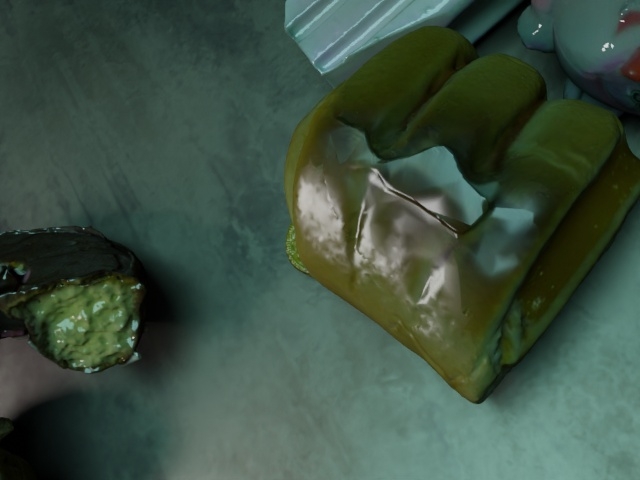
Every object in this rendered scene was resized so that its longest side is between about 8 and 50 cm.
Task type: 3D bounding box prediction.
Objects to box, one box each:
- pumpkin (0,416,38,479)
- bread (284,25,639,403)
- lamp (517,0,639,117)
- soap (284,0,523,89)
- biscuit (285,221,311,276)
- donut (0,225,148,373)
[{"bbox_3d":[-0.406,0.262,1.035,0.219,0.219,0.162,24,65,26],"label":"pumpkin"},{"bbox_3d":[0.114,-0.056,0.899,0.341,0.210,0.300,41,90,23],"label":"bread"},{"bbox_3d":[0.290,-0.266,0.862,0.247,0.301,0.247,-24,27,33],"label":"lamp"},{"bbox_3d":[0.118,-0.315,1.021,0.347,0.115,0.208,-41,64,8],"label":"soap"},{"bbox_3d":[0.000,0.000,1.036,0.083,0.023,0.084,-6,74,21],"label":"biscuit"},{"bbox_3d":[-0.375,0.084,1.041,0.259,0.344,0.136,30,130,60],"label":"donut"}]
